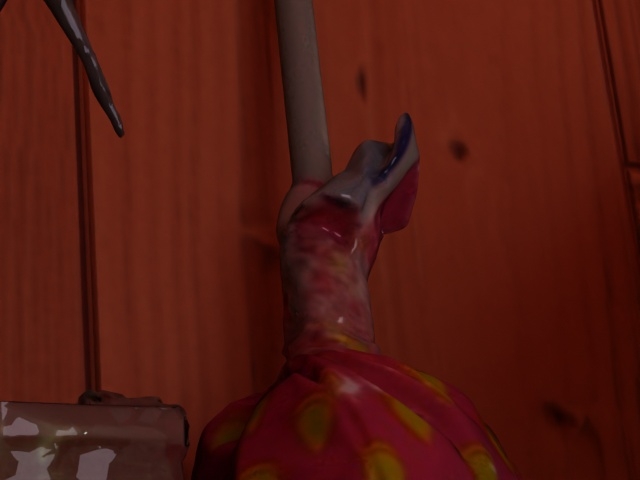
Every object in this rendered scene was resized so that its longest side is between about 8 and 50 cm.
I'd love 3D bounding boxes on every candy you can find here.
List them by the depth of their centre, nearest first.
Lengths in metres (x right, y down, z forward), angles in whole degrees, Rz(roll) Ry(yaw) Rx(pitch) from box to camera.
[{"bbox_3d":[0.000,0.000,0.655,0.124,0.124,0.365,12,52,-24],"label":"candy"}]

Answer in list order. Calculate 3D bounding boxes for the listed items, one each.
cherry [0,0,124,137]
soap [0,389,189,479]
[{"bbox_3d":[-0.187,-0.121,0.541,0.266,0.183,0.213,6,50,-13],"label":"cherry"},{"bbox_3d":[-0.157,0.128,0.495,0.273,0.098,0.217,4,66,-27],"label":"soap"}]
